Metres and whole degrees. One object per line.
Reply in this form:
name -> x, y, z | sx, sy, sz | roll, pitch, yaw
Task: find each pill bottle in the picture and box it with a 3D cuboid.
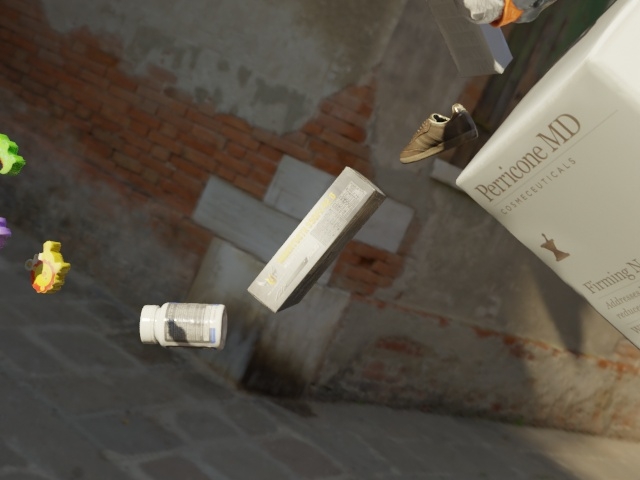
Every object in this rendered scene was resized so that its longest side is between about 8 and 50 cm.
pill bottle -> -0.230, 0.144, 1.452 | 0.137, 0.078, 0.078 | 2, 7, 2

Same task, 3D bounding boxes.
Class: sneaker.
sneaker -> 0.211, -0.195, 1.572 | 0.066, 0.071, 0.188 | -21, 2, -39

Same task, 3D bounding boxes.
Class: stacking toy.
stacking toy -> -0.385, -0.044, 0.950 | 0.221, 0.052, 0.167 | 60, 19, 21

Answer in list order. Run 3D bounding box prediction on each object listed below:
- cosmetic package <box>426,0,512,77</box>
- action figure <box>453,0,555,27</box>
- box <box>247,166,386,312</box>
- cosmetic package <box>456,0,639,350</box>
cosmetic package -> 0.279, -0.432, 1.656 | 0.098, 0.060, 0.239 | 7, -42, 47
action figure -> 0.312, -0.373, 1.069 | 0.179, 0.330, 0.341 | 60, -1, -4
box -> 0.000, 0.000, 1.294 | 0.056, 0.231, 0.183 | 40, 7, 8
cosmetic package -> 0.455, -0.102, 1.044 | 0.393, 0.327, 0.329 | 42, -26, 1
